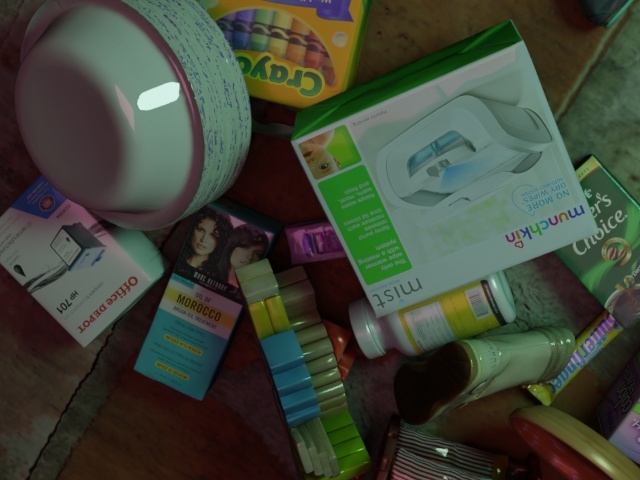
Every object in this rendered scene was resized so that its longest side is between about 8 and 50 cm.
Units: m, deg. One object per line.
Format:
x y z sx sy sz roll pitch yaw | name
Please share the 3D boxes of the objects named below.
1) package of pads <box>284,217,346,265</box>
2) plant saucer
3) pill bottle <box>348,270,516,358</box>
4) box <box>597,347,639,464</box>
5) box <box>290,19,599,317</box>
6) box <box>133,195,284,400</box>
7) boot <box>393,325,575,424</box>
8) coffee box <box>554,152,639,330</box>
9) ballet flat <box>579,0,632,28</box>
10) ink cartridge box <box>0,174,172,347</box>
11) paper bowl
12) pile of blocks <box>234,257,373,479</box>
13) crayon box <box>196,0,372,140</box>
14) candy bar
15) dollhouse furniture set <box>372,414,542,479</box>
0.000 0.000 1.334 0.083 0.032 0.050 -9 105 11 | package of pads
0.312 0.257 1.275 0.200 0.200 0.037 41 79 -2 | plant saucer
0.132 0.078 1.295 0.184 0.103 0.103 -21 100 14 | pill bottle
0.483 0.178 1.257 0.214 0.117 0.243 31 105 1 | box
0.134 -0.077 1.185 0.262 0.127 0.231 -21 109 12 | box
-0.141 0.071 1.360 0.101 0.060 0.244 25 106 2 | box
0.193 0.161 1.309 0.165 0.213 0.077 -9 71 -25 | boot
0.336 0.002 1.266 0.113 0.040 0.184 -41 87 17 | coffee box
0.361 -0.323 1.179 0.074 0.074 0.203 46 108 -4 | ballet flat
-0.306 0.016 1.363 0.139 0.082 0.190 -43 92 16 | ink cartridge box
-0.228 -0.146 1.219 0.284 0.148 0.284 17 121 30 | paper bowl
0.004 0.185 1.303 0.113 0.149 0.362 -20 111 -8 | pile of blocks
-0.046 -0.273 1.249 0.203 0.083 0.322 14 106 6 | crayon box
0.318 0.137 1.324 0.040 0.018 0.161 41 107 -2 | candy bar
0.135 0.430 1.355 0.201 0.152 0.374 14 105 6 | dollhouse furniture set
